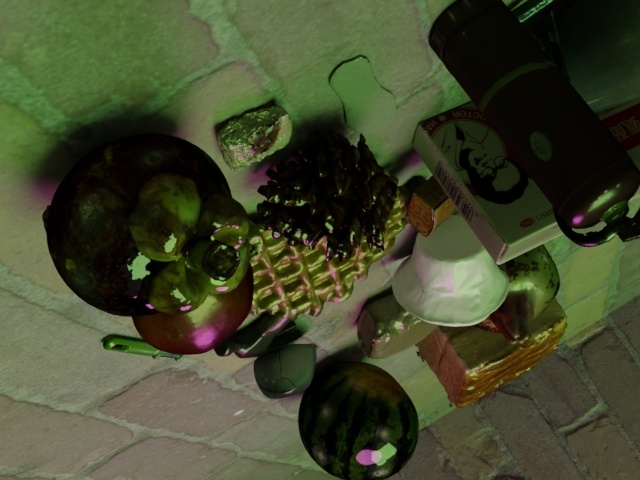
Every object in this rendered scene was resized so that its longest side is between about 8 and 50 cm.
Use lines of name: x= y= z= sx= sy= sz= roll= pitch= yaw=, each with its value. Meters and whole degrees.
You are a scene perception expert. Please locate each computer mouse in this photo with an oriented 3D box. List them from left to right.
computer mouse: x=-0.061 y=0.213 z=1.664 sx=0.113 sy=0.068 sz=0.229 roll=-12 pitch=-170 yaw=2

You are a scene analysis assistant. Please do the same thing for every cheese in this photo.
cheese: x=0.164 y=0.149 z=1.831 sx=0.202 sy=0.091 sz=0.175 roll=-27 pitch=158 yaw=-15

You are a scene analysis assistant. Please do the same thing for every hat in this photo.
hat: x=0.221 y=0.038 z=1.590 sx=0.203 sy=0.203 sz=0.126 roll=-24 pitch=139 yaw=-17

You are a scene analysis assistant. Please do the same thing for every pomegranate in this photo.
pomegranate: x=0.345 y=0.099 z=1.742 sx=0.214 sy=0.248 sz=0.214 roll=-4 pitch=134 yaw=-4

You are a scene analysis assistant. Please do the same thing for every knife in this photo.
knife: x=-0.252 y=0.157 z=1.404 sx=0.054 sy=0.015 sz=0.212 roll=-37 pitch=158 yaw=13

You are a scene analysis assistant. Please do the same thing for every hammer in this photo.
hammer: x=0.015 y=0.054 z=1.491 sx=0.440 sy=0.044 sz=0.168 roll=-42 pitch=155 yaw=27

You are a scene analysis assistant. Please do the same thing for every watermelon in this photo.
watermelon: x=0.080 y=0.385 z=1.994 sx=0.269 sy=0.269 sz=0.269 roll=-26 pitch=158 yaw=-12

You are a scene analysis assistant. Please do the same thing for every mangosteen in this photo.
mangosteen: x=-0.155 y=-0.003 z=0.917 sx=0.192 sy=0.217 sz=0.192 roll=-27 pitch=133 yaw=-33

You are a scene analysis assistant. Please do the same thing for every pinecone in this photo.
pinecone: x=0.008 y=-0.051 z=1.127 sx=0.173 sy=0.173 sz=0.173 roll=-26 pitch=158 yaw=-12

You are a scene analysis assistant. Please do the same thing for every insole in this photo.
insole: x=0.051 y=-0.167 z=1.116 sx=0.065 sy=0.004 sz=0.197 roll=-34 pitch=158 yaw=7

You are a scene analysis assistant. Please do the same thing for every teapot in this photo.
teapot: x=0.318 y=-0.229 z=1.151 sx=0.225 sy=0.171 sz=0.203 roll=-33 pitch=127 yaw=21

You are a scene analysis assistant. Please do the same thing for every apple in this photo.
apple: x=-0.163 y=0.062 z=1.151 sx=0.156 sy=0.147 sz=0.158 roll=-12 pitch=159 yaw=8

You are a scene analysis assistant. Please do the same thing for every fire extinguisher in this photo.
fire extinguisher: x=0.259 y=-0.128 z=1.016 sx=0.141 sy=0.341 sz=0.105 roll=-41 pitch=157 yaw=18

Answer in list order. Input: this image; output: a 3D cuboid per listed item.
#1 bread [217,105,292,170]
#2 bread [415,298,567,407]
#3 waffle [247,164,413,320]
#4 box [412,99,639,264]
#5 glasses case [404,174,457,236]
bread: x=-0.072 y=-0.113 z=1.033 sx=0.083 sy=0.035 sz=0.070 roll=-29 pitch=160 yaw=-14
bread: x=0.368 y=0.200 z=2.046 sx=0.279 sy=0.207 sz=0.279 roll=-25 pitch=156 yaw=-12
waffle: x=-0.007 y=0.006 z=1.316 sx=0.301 sy=0.058 sz=0.281 roll=-42 pitch=148 yaw=14
box: x=0.331 y=-0.129 z=1.282 sx=0.353 sy=0.214 sz=0.069 roll=-25 pitch=156 yaw=-16
glasses case: x=0.212 y=-0.097 z=1.332 sx=0.218 sy=0.049 sz=0.075 roll=-41 pitch=164 yaw=-24
